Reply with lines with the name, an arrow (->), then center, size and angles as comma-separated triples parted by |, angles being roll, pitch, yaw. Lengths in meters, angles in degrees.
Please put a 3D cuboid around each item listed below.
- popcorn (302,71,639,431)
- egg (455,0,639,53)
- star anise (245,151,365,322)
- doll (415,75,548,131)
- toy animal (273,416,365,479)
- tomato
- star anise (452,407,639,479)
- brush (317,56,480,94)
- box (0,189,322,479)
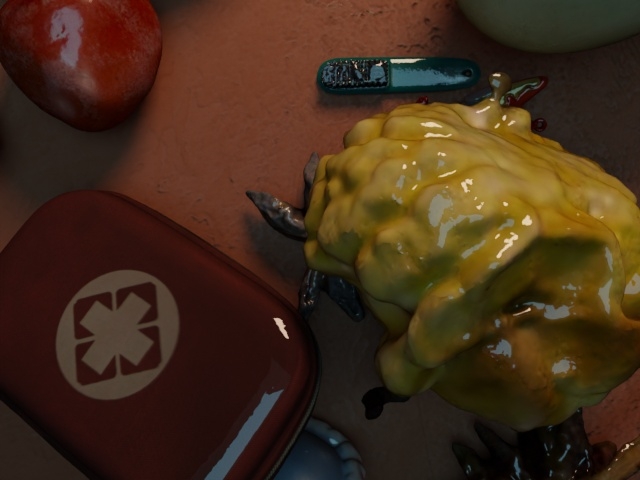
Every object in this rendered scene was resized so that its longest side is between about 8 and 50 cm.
popcorn -> 0.136, 0.040, 0.696 | 0.348, 0.349, 0.382 | 24, 119, 0
egg -> 0.294, -0.350, 0.682 | 0.389, 0.276, 0.276 | -39, 91, 6
star anise -> 0.017, -0.002, 0.820 | 0.171, 0.063, 0.208 | -17, 92, -1
doll -> 0.174, -0.132, 0.812 | 0.169, 0.057, 0.109 | 2, 113, 14
toy animal -> -0.060, 0.302, 0.797 | 0.204, 0.156, 0.208 | 31, 90, -4
tomato -> -0.259, -0.214, 0.775 | 0.187, 0.151, 0.187 | 0, 93, -3
star anise -> 0.268, 0.307, 0.809 | 0.349, 0.109, 0.293 | -14, 98, 2
brush -> 0.092, -0.195, 0.821 | 0.193, 0.032, 0.043 | -1, 93, 3
box -> -0.194, 0.110, 0.742 | 0.403, 0.108, 0.263 | 30, 79, 21
